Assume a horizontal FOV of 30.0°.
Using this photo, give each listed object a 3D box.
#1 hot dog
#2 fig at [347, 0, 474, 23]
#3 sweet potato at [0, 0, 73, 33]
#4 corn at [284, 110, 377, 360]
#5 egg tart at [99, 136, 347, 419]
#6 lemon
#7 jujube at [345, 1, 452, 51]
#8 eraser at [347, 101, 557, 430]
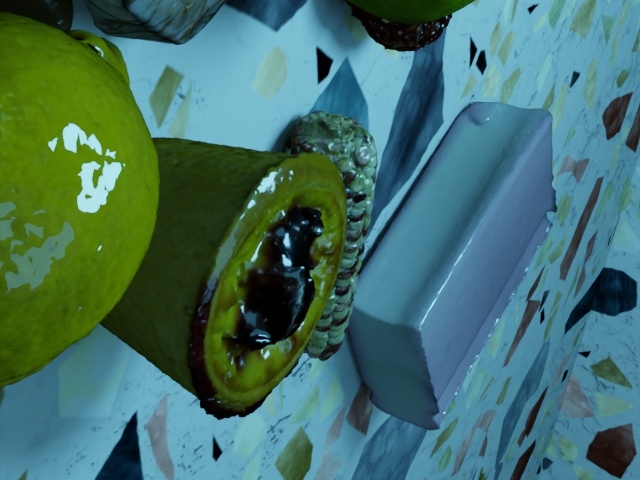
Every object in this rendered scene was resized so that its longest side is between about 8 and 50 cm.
[{"bbox_3d":[-0.095,-0.190,0.737,0.144,0.075,0.268,-56,178,-1],"label":"hot dog"},{"bbox_3d":[0.039,-0.284,0.837,0.233,0.233,0.314,-69,162,2],"label":"fig"},{"bbox_3d":[-0.182,-0.185,0.678,0.056,0.056,0.195,-48,143,-38],"label":"sweet potato"},{"bbox_3d":[0.000,0.000,1.182,0.092,0.092,0.280,-41,149,-46],"label":"corn"},{"bbox_3d":[-0.080,0.016,0.911,0.215,0.170,0.215,-45,147,-41],"label":"egg tart"},{"bbox_3d":[-0.184,-0.020,0.635,0.257,0.188,0.188,-54,153,-34],"label":"lemon"},{"bbox_3d":[0.070,-0.230,1.116,0.166,0.104,0.104,7,104,-61],"label":"jujube"},{"bbox_3d":[0.174,0.027,1.531,0.359,0.122,0.272,-58,152,-25],"label":"eraser"}]
